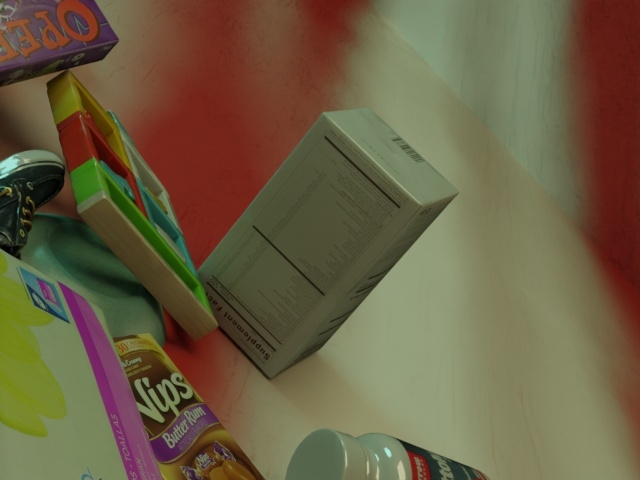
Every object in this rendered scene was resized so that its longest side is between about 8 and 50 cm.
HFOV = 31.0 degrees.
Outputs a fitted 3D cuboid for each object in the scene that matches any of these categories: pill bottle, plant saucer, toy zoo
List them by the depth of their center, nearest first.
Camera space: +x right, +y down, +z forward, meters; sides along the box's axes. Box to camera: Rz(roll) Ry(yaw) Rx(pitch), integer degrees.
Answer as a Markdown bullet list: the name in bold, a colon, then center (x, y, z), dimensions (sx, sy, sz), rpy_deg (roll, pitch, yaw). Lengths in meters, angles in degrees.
- **pill bottle**: center (0.063, 0.230, 1.016), dimensions (0.180, 0.108, 0.108), rpy_deg (26, 25, -32)
- **plant saucer**: center (-0.213, 0.030, 1.054), dimensions (0.195, 0.037, 0.195), rpy_deg (35, 22, -16)
- **toy zoo**: center (-0.194, -0.051, 1.146), dimensions (0.192, 0.030, 0.293), rpy_deg (54, 5, -40)

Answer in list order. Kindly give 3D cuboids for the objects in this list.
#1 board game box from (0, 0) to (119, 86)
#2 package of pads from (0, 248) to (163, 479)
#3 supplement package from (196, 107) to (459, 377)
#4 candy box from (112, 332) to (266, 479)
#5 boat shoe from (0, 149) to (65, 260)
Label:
- **board game box**: center (-0.373, -0.229, 1.077), dimensions (0.347, 0.056, 0.208), rpy_deg (-28, 88, -48)
- **package of pads**: center (-0.206, 0.119, 0.721), dimensions (0.229, 0.101, 0.296), rpy_deg (39, 16, -49)
- **supplement package**: center (0.000, 0.000, 1.184), dimensions (0.139, 0.244, 0.134), rpy_deg (45, 21, 11)
- **candy box**: center (-0.129, 0.158, 0.912), dimensions (0.186, 0.053, 0.109), rpy_deg (47, 22, 21)
- **boat shoe**: center (-0.268, -0.016, 0.985), dimensions (0.083, 0.065, 0.183), rpy_deg (39, 36, 15)
